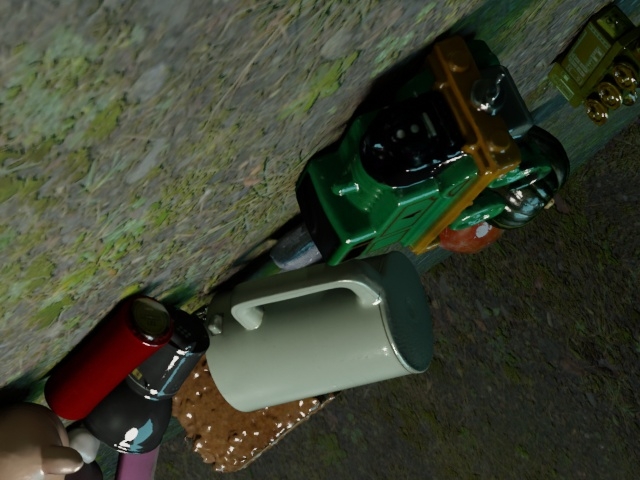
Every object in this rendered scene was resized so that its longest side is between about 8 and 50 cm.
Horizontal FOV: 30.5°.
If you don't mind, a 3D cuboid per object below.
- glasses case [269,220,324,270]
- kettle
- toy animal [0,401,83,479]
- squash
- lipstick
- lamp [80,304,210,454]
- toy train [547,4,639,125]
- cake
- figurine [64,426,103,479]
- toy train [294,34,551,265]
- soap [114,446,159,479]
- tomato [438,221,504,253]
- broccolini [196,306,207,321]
[{"bbox_3d":[0.000,0.000,1.865,0.109,0.067,0.282,-38,170,14],"label":"glasses case"},{"bbox_3d":[-0.013,0.122,1.842,0.317,0.265,0.205,-13,-152,24],"label":"kettle"},{"bbox_3d":[-0.414,0.300,1.618,0.166,0.154,0.250,2,170,-13],"label":"toy animal"},{"bbox_3d":[0.390,-0.126,2.324,0.218,0.172,0.218,-38,167,-10],"label":"squash"},{"bbox_3d":[-0.291,0.162,1.599,0.241,0.080,0.080,-40,170,37],"label":"lipstick"},{"bbox_3d":[-0.240,0.183,1.732,0.227,0.147,0.172,-53,172,23],"label":"lamp"},{"bbox_3d":[0.452,-0.277,1.851,0.090,0.137,0.225,-33,168,-20],"label":"toy train"},{"bbox_3d":[-0.132,0.274,2.294,0.282,0.256,0.290,-39,175,16],"label":"cake"},{"bbox_3d":[-0.581,0.502,2.225,0.364,0.206,0.218,-10,144,-4],"label":"figurine"},{"bbox_3d":[0.112,-0.095,1.455,0.249,0.178,0.429,-21,168,-17],"label":"toy train"},{"bbox_3d":[-0.361,0.433,2.326,0.081,0.260,0.181,10,163,-9],"label":"soap"},{"bbox_3d":[0.333,-0.053,2.613,0.180,0.155,0.214,-21,166,-44],"label":"tomato"},{"bbox_3d":[-0.155,0.122,2.004,0.194,0.052,0.054,-27,172,-47],"label":"broccolini"}]
